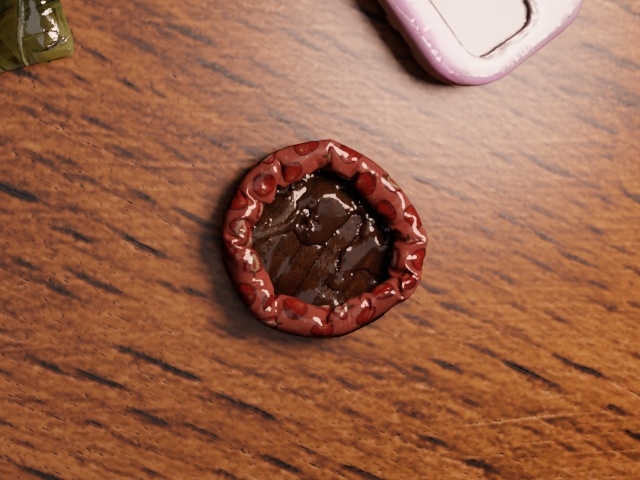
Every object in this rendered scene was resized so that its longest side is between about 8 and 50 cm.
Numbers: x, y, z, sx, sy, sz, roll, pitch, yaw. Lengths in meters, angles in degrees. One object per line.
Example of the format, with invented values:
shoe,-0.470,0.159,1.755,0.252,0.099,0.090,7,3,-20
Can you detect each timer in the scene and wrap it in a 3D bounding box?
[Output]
timer,0.143,-0.264,1.301,0.191,0.069,0.208,-37,102,-9

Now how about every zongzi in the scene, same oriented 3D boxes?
zongzi,-0.288,-0.201,1.215,0.113,0.052,0.104,-17,89,1

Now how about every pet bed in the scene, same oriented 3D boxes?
pet bed,0.000,0.000,1.289,0.201,0.053,0.201,0,89,-9
